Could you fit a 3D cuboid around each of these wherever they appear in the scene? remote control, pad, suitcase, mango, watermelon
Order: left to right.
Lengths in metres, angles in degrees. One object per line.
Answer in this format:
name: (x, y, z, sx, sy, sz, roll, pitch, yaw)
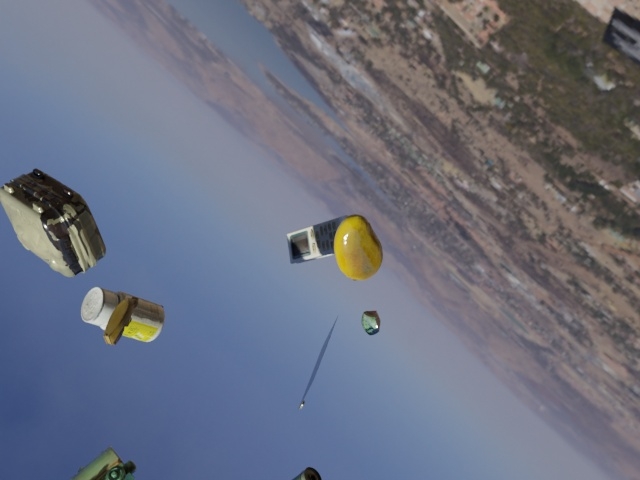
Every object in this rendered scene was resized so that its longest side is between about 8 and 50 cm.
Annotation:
suitcase: (-0.854, -0.027, 2.084, 0.351, 0.194, 0.339, 27, 141, 34)
pad: (-0.003, 0.353, 1.891, 0.009, 0.159, 0.265, 23, -140, 1)
remote control: (0.000, 0.000, 2.028, 0.055, 0.277, 0.103, -1, -100, -44)
mango: (0.080, 0.012, 1.398, 0.076, 0.103, 0.161, -109, 4, -55)
watermelon: (0.199, 0.308, 2.437, 0.092, 0.072, 0.084, 39, 152, 42)

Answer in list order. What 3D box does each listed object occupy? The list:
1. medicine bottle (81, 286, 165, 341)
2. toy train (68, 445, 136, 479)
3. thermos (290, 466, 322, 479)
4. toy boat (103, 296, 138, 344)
medicine bottle: (-0.670, 0.250, 2.218, 0.258, 0.143, 0.143, 30, -170, -44)
toy train: (-0.746, 0.806, 2.129, 0.177, 0.285, 0.116, 36, 155, 34)
thermos: (-0.084, 0.780, 2.007, 0.073, 0.187, 0.083, 52, -154, 13)
toy boat: (-0.538, 0.213, 1.756, 0.047, 0.149, 0.049, 8, 146, 21)
